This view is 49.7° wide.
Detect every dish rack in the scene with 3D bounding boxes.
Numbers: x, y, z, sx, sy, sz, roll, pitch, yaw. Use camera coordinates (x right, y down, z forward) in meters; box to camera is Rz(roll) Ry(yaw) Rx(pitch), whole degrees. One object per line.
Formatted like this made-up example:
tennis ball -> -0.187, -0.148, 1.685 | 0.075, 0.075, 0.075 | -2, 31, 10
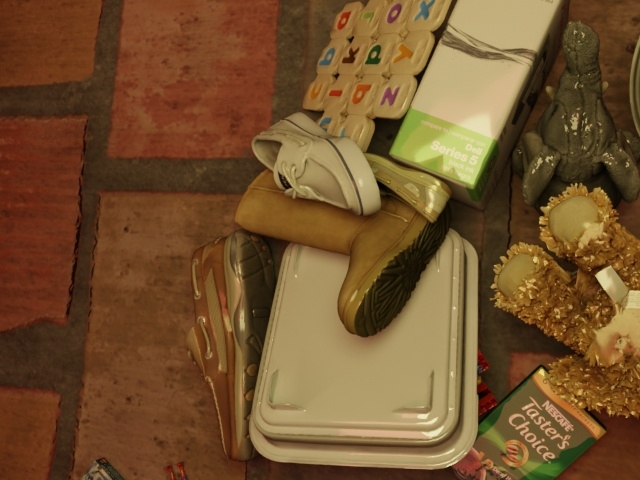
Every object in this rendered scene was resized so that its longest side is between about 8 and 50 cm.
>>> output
dish rack -> 0.053, 0.112, 0.881 | 0.286, 0.072, 0.332 | -4, 53, 18

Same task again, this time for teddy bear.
teddy bear -> 0.344, 0.092, 0.733 | 0.338, 0.113, 0.245 | 26, 95, 24

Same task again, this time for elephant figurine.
elephant figurine -> 0.298, -0.104, 0.814 | 0.169, 0.239, 0.186 | -41, 74, 9

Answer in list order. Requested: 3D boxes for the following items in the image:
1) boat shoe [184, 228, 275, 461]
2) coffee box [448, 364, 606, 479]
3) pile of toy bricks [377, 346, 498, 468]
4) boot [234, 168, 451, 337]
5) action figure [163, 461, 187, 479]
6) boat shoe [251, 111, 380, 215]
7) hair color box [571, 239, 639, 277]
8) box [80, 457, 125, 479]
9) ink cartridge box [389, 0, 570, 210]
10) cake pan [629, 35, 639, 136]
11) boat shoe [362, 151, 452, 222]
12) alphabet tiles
boat shoe -> -0.129, 0.150, 0.997 | 0.116, 0.123, 0.324 | -9, 75, 24
coffee box -> 0.259, 0.262, 0.891 | 0.184, 0.040, 0.113 | -45, 73, 9
pile of toy bricks -> 0.121, 0.203, 0.918 | 0.212, 0.118, 0.105 | -32, 37, 6
boot -> 0.000, 0.000, 0.883 | 0.270, 0.236, 0.089 | 16, 133, 31
action figure -> -0.208, 0.394, 1.035 | 0.038, 0.030, 0.115 | -20, 80, 10
boat shoe -> -0.016, -0.092, 0.860 | 0.088, 0.096, 0.267 | -25, 36, -13
hair color box -> 0.463, 0.167, 0.798 | 0.185, 0.113, 0.374 | -29, 77, 14
box -> -0.353, 0.424, 1.078 | 0.094, 0.027, 0.137 | 39, 97, 19
ink cartridge box -> 0.207, -0.193, 0.874 | 0.115, 0.198, 0.272 | 25, 92, 18
cake pan -> 0.499, -0.194, 0.772 | 0.293, 0.054, 0.293 | -2, 113, -6
boat shoe -> 0.086, -0.066, 0.839 | 0.153, 0.056, 0.048 | 25, 84, 34
alphabet tiles -> 0.069, -0.247, 0.933 | 0.278, 0.021, 0.284 | 23, 92, 60
